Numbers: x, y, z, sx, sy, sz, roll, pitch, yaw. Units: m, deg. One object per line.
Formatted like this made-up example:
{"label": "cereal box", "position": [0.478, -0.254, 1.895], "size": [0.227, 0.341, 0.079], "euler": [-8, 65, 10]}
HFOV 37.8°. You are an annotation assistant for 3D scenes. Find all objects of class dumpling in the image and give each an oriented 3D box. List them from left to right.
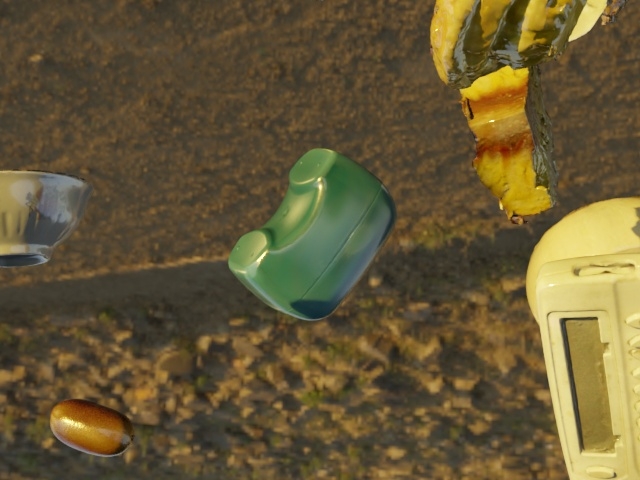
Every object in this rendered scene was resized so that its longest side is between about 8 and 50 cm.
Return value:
{"label": "dumpling", "position": [0.398, -0.409, 1.710], "size": [0.216, 0.166, 0.126], "euler": [14, 134, -6]}

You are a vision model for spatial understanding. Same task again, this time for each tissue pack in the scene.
{"label": "tissue pack", "position": [0.000, 0.000, 1.626], "size": [0.206, 0.287, 0.198], "euler": [37, 172, -20]}

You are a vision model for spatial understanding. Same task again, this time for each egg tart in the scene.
{"label": "egg tart", "position": [0.204, -0.259, 0.846], "size": [0.115, 0.290, 0.290], "euler": [31, 161, 13]}

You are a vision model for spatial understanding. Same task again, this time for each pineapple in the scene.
{"label": "pineapple", "position": [0.242, -0.143, 1.192], "size": [0.114, 0.236, 0.186], "euler": [-20, 164, 22]}

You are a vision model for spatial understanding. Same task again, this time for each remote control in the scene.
{"label": "remote control", "position": [0.209, 0.107, 0.651], "size": [0.090, 0.049, 0.230], "euler": [-4, 123, 20]}

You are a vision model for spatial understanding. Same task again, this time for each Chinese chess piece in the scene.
{"label": "Chinese chess piece", "position": [0.556, 0.071, 1.757], "size": [0.338, 0.140, 0.338], "euler": [-5, 137, -5]}

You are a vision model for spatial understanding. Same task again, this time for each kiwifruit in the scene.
{"label": "kiwifruit", "position": [-0.322, 0.265, 1.322], "size": [0.124, 0.075, 0.075], "euler": [14, 158, 7]}

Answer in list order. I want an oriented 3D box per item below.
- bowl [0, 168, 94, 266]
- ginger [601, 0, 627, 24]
{"label": "bowl", "position": [-0.354, -0.017, 1.076], "size": [0.189, 0.086, 0.189], "euler": [-6, 169, -1]}
{"label": "ginger", "position": [0.672, -0.569, 1.910], "size": [0.084, 0.290, 0.122], "euler": [42, -179, 42]}
